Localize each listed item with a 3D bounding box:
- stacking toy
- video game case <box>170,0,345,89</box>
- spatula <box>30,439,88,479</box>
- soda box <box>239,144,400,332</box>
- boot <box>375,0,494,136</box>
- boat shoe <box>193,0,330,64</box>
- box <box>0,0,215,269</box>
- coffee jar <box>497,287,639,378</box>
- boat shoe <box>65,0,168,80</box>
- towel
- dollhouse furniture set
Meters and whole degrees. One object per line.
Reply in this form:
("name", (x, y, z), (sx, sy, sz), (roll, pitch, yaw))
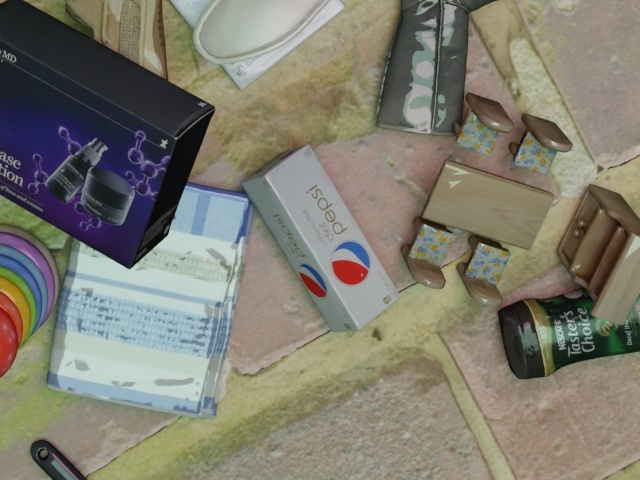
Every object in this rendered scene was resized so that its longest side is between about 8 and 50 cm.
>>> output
("stacking toy", (-0.361, 0.075, 1.583), (0.141, 0.330, 0.141), (-1, 100, -5))
("video game case", (-0.075, -0.277, 1.708), (0.157, 0.019, 0.143), (-38, 101, 2))
("spatula", (-0.242, 0.348, 1.796), (0.084, 0.030, 0.296), (-43, 101, 2))
("soda box", (0.000, 0.000, 1.729), (0.074, 0.069, 0.216), (-37, 102, -27))
("boot", (0.163, -0.225, 1.715), (0.189, 0.076, 0.208), (3, 94, 6))
("boat shoe", (-0.035, -0.287, 1.661), (0.254, 0.079, 0.095), (-42, 98, -1))
("box", (-0.270, -0.118, 1.607), (0.261, 0.103, 0.184), (29, 121, 8))
("coffee jar", (0.310, 0.104, 1.785), (0.184, 0.079, 0.096), (-15, 101, -3))
("boat shoe", (-0.231, -0.268, 1.642), (0.110, 0.121, 0.341), (-4, 103, -4))
("towel", (-0.200, 0.063, 1.749), (0.209, 0.034, 0.285), (11, 98, -7))
("dollhouse furniture set", (0.243, -0.016, 1.692), (0.242, 0.161, 0.212), (17, 111, -15))
